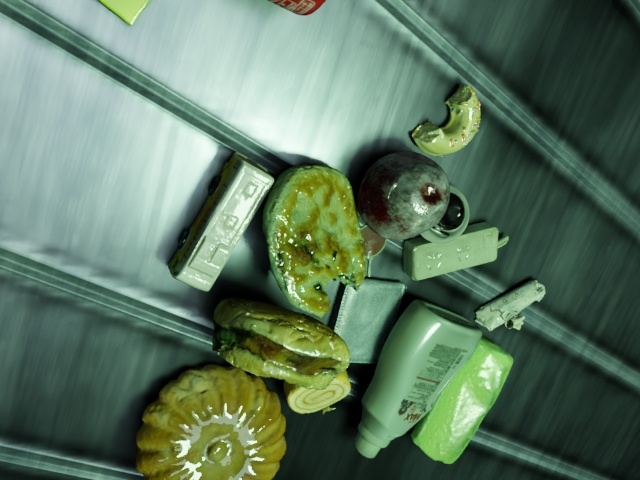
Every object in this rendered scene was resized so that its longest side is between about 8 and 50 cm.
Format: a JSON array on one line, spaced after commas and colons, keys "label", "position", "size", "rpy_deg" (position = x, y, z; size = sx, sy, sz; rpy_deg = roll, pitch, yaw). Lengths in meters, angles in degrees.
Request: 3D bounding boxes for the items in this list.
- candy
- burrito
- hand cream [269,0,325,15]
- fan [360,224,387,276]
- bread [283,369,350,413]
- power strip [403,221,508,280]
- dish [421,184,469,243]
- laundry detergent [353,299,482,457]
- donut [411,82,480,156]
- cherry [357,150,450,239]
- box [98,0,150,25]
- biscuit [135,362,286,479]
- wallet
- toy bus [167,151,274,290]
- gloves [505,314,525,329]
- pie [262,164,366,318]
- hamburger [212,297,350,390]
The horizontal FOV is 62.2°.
[{"label": "candy", "position": [0.370, 0.419, 1.403], "size": [0.142, 0.132, 0.343], "rpy_deg": [32, 95, 13]}, {"label": "burrito", "position": [0.501, 0.168, 1.390], "size": [0.203, 0.064, 0.064], "rpy_deg": [-27, 118, -10]}, {"label": "hand cream", "position": [-0.041, -0.479, 0.820], "size": [0.149, 0.230, 0.230], "rpy_deg": [19, 101, -28]}, {"label": "fan", "position": [0.113, 0.023, 1.202], "size": [0.085, 0.005, 0.133], "rpy_deg": [-7, 111, -21]}, {"label": "bread", "position": [-0.010, 0.336, 1.214], "size": [0.149, 0.073, 0.122], "rpy_deg": [-29, 129, 7]}, {"label": "power strip", "position": [0.334, 0.018, 1.267], "size": [0.288, 0.053, 0.093], "rpy_deg": [-13, 114, -17]}, {"label": "dish", "position": [0.282, -0.064, 1.171], "size": [0.141, 0.078, 0.141], "rpy_deg": [1, 87, -17]}, {"label": "laundry detergent", "position": [0.217, 0.351, 1.289], "size": [0.264, 0.125, 0.397], "rpy_deg": [22, 101, -43]}, {"label": "donut", "position": [0.286, -0.242, 1.137], "size": [0.166, 0.065, 0.108], "rpy_deg": [-47, 120, 0]}, {"label": "cherry", "position": [0.175, -0.093, 1.081], "size": [0.195, 0.195, 0.195], "rpy_deg": [-8, 113, -20]}, {"label": "box", "position": [-0.368, -0.504, 0.774], "size": [0.335, 0.047, 0.187], "rpy_deg": [36, 93, -30]}, {"label": "biscuit", "position": [-0.220, 0.427, 1.113], "size": [0.326, 0.107, 0.325], "rpy_deg": [1, 86, -22]}, {"label": "wallet", "position": [0.099, 0.192, 1.247], "size": [0.167, 0.036, 0.222], "rpy_deg": [8, 105, -24]}, {"label": "toy bus", "position": [-0.188, -0.030, 0.999], "size": [0.092, 0.106, 0.268], "rpy_deg": [29, 97, -27]}, {"label": "gloves", "position": [0.524, 0.219, 1.431], "size": [0.081, 0.037, 0.044], "rpy_deg": [10, 143, -41]}, {"label": "pie", "position": [-0.002, -0.008, 1.041], "size": [0.303, 0.067, 0.302], "rpy_deg": [1, 88, -48]}, {"label": "hamburger", "position": [-0.082, 0.196, 1.046], "size": [0.266, 0.285, 0.134], "rpy_deg": [19, 85, -29]}]
